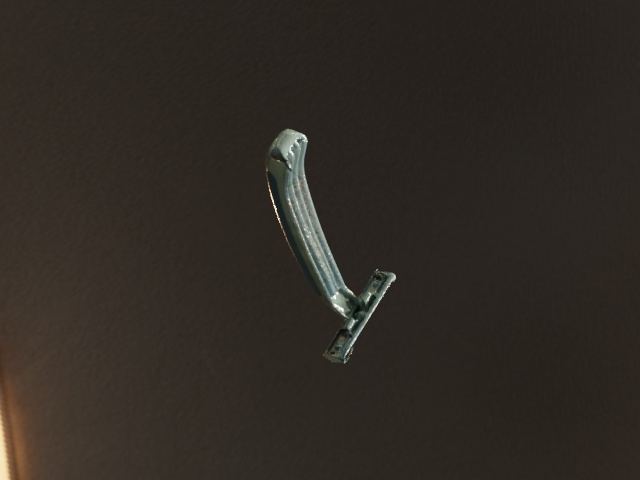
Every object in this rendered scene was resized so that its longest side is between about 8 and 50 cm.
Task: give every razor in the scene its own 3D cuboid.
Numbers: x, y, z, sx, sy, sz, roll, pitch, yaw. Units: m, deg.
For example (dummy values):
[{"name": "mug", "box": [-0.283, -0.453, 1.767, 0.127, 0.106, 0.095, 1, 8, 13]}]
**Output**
[{"name": "razor", "box": [-0.003, -0.001, 0.569, 0.037, 0.068, 0.191, 21, -23, 27]}]
